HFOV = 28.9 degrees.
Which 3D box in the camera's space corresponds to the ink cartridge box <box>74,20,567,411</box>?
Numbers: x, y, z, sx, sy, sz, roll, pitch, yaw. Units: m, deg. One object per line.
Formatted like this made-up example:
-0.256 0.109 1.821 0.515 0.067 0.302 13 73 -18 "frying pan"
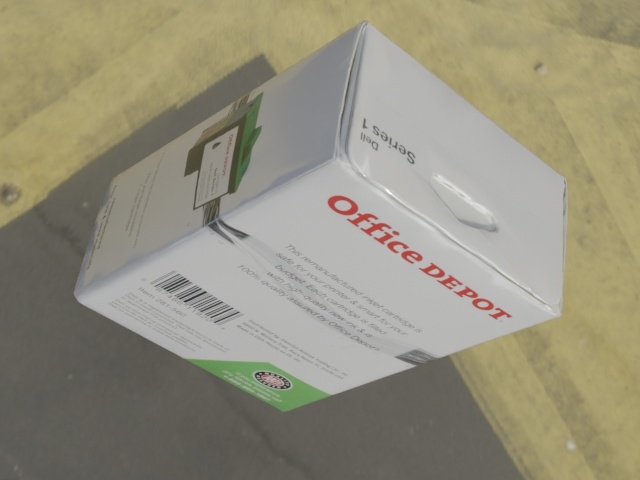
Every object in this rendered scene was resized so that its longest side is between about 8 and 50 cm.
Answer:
0.000 0.000 0.665 0.160 0.092 0.219 33 141 -30 "ink cartridge box"
